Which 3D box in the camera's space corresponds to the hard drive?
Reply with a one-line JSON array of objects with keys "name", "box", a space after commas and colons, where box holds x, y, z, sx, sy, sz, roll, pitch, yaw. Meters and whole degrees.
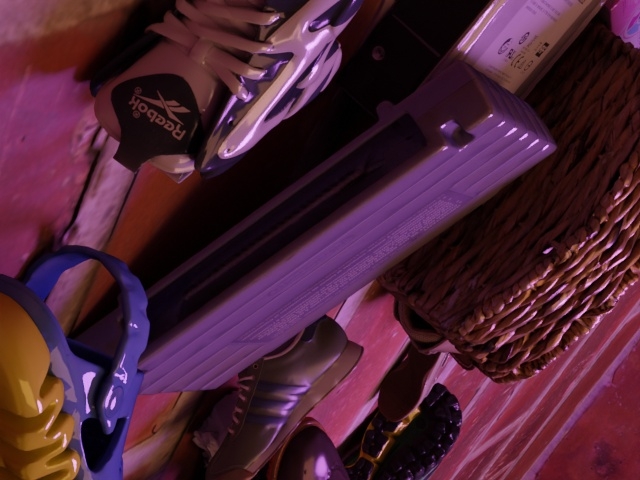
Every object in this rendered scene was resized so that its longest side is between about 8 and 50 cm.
[{"name": "hard drive", "box": [0.175, -0.218, 1.181, 0.339, 0.064, 0.237, -51, 163, 11]}]

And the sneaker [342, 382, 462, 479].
[{"name": "sneaker", "box": [0.064, 0.343, 2.048, 0.343, 0.134, 0.146, -44, 163, -10]}]

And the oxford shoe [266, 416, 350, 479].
[{"name": "oxford shoe", "box": [0.021, 0.290, 1.485, 0.097, 0.098, 0.271, -34, 123, -32]}]

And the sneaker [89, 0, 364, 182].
[{"name": "sneaker", "box": [-0.056, -0.106, 0.832, 0.153, 0.094, 0.235, -49, 175, -20]}]

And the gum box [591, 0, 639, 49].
[{"name": "gum box", "box": [0.275, -0.231, 1.380, 0.107, 0.062, 0.188, -46, 163, -2]}]

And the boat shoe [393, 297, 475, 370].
[{"name": "boat shoe", "box": [0.130, 0.057, 1.620, 0.120, 0.122, 0.324, -37, 153, -12]}]

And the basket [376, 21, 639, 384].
[{"name": "basket", "box": [0.223, -0.011, 1.360, 0.299, 0.213, 0.223, -49, 133, -1]}]

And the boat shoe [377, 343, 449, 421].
[{"name": "boat shoe", "box": [0.123, 0.163, 1.921, 0.048, 0.056, 0.153, -15, 138, -51]}]

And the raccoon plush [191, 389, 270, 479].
[{"name": "raccoon plush", "box": [-0.020, 0.360, 1.609, 0.216, 0.299, 0.446, -44, 162, -7]}]

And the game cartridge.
[{"name": "game cartridge", "box": [0.000, 0.000, 1.153, 0.355, 0.068, 0.230, -35, 170, 14]}]

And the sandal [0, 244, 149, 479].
[{"name": "sandal", "box": [-0.159, 0.124, 0.995, 0.138, 0.126, 0.317, -47, 152, -37]}]

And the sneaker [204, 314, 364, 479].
[{"name": "sneaker", "box": [-0.054, 0.138, 1.412, 0.192, 0.086, 0.064, -46, -168, -11]}]
